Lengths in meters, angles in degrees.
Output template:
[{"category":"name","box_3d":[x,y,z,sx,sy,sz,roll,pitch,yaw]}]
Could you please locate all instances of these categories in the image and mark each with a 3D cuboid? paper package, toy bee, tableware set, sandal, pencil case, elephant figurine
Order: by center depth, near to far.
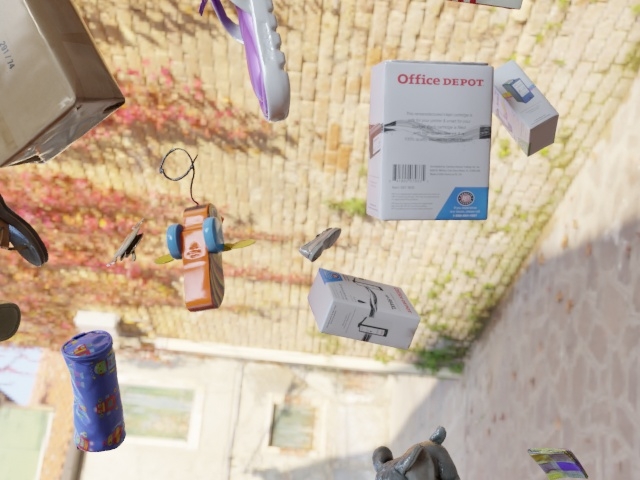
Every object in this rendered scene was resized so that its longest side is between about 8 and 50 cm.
[{"category":"sandal","box_3d":[-0.510,-0.028,1.252,0.060,0.090,0.219,-54,-33,-25]},{"category":"sandal","box_3d":[-0.141,-0.377,1.261,0.169,0.102,0.416,104,149,-66]},{"category":"toy bee","box_3d":[-0.217,-0.010,1.551,0.162,0.195,0.298,18,-97,-76]},{"category":"elephant figurine","box_3d":[0.181,0.502,1.686,0.169,0.239,0.186,-52,43,19]},{"category":"paper package","box_3d":[-0.640,-0.365,1.742,0.324,0.310,0.168,61,-154,3]},{"category":"pencil case","box_3d":[-0.538,0.359,1.888,0.119,0.133,0.306,-23,-55,-39]},{"category":"tableware set","box_3d":[-0.458,0.015,1.926,0.128,0.039,0.194,-59,15,-15]}]

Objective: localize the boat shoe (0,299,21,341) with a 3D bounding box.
[{"category":"boat shoe","box_3d":[-0.691,0.144,1.453,0.302,0.103,0.113,23,-101,-69]}]

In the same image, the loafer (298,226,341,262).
[{"category":"loafer","box_3d":[0.000,0.000,1.626,0.125,0.039,0.045,-42,-25,-49]}]

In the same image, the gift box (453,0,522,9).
[{"category":"gift box","box_3d":[0.319,-0.599,1.541,0.276,0.255,0.258,-57,-24,-45]}]

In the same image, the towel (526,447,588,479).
[{"category":"towel","box_3d":[0.321,0.303,1.077,0.083,0.060,0.009,50,-137,-34]}]

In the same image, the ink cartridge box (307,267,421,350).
[{"category":"ink cartridge box","box_3d":[0.090,0.144,1.682,0.148,0.203,0.085,-117,44,-62]}]

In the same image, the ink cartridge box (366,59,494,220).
[{"category":"ink cartridge box","box_3d":[0.276,-0.253,2.038,0.166,0.286,0.394,-145,55,-77]}]

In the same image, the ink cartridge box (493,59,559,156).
[{"category":"ink cartridge box","box_3d":[0.537,-0.354,2.137,0.212,0.093,0.154,61,179,25]}]
